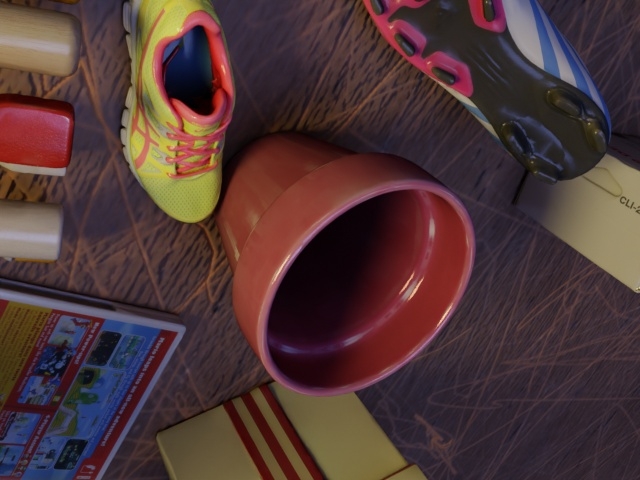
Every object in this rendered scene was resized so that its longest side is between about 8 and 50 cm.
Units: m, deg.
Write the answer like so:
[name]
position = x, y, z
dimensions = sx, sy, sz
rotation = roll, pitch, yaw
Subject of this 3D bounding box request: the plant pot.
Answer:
[plant pot]
position = 0.000, 0.000, 0.612
dimensions = 0.201, 0.180, 0.201
rotation = -17, 128, -23

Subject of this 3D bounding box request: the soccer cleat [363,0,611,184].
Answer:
[soccer cleat]
position = 0.139, -0.189, 0.635
dimensions = 0.116, 0.143, 0.331
rotation = -32, 117, 27

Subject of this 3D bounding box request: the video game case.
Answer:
[video game case]
position = -0.284, 0.127, 0.621
dimensions = 0.285, 0.025, 0.204
rotation = 19, 108, -40

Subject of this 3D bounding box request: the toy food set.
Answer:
[toy food set]
position = -0.218, -0.079, 0.466
dimensions = 0.104, 0.111, 0.232
rotation = 5, 119, -22

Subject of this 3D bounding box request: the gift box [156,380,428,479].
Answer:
[gift box]
position = -0.008, 0.331, 0.787
dimensions = 0.255, 0.258, 0.276
rotation = -24, 130, -17

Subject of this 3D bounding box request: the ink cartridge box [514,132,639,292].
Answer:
[ink cartridge box]
position = 0.399, -0.039, 0.836
dimensions = 0.272, 0.197, 0.114
rotation = 2, 119, -34

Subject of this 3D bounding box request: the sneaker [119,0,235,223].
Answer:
[sneaker]
position = -0.103, -0.092, 0.538
dimensions = 0.081, 0.094, 0.209
rotation = -19, 131, -23
